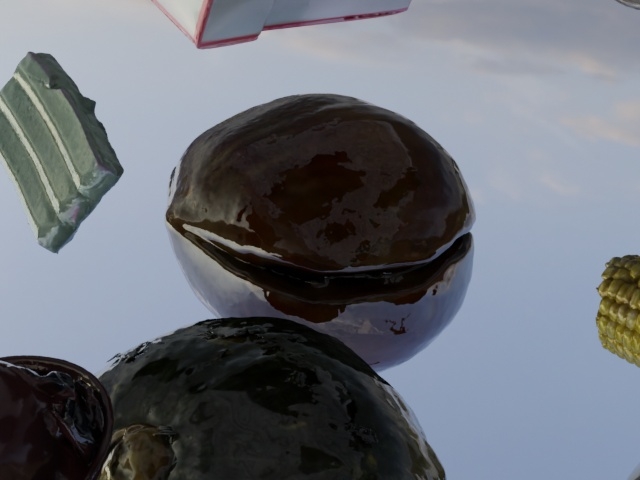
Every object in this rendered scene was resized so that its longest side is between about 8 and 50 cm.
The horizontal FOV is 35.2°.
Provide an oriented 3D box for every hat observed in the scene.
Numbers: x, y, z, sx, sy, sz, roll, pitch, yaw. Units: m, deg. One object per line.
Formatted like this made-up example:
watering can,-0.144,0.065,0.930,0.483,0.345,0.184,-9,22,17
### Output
hat,-0.243,0.138,0.672,0.205,0.089,0.205,-12,-144,9

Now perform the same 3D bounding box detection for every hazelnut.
hazelnut,0.000,0.000,1.357,0.402,0.402,0.429,-7,-145,-29

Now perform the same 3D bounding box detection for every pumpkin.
pumpkin,-0.096,0.280,0.934,0.454,0.344,0.454,-9,-130,11

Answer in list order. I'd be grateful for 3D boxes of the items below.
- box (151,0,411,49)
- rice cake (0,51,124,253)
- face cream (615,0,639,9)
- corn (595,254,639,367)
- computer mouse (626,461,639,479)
box,-0.053,-0.410,0.969,0.300,0.314,0.312,-19,-125,-41
rice cake,-0.279,-0.098,1.040,0.043,0.127,0.237,21,-155,-47
face cream,0.332,-0.304,1.014,0.102,0.102,0.345,12,-158,14
corn,0.303,0.074,0.698,0.093,0.093,0.244,-11,-161,-34
computer mouse,0.466,0.224,1.103,0.197,0.095,0.331,-3,-162,46
